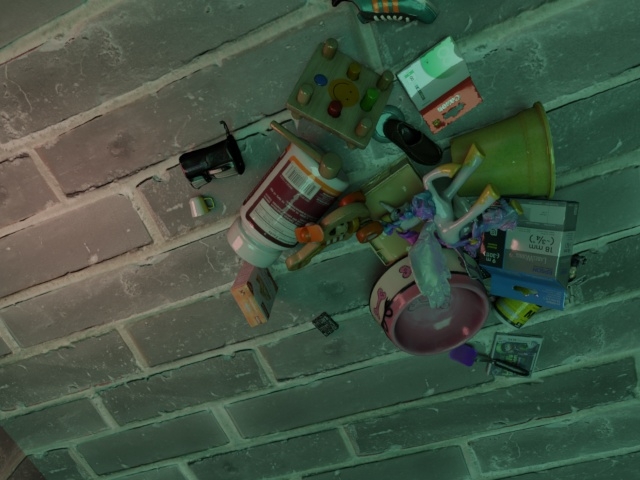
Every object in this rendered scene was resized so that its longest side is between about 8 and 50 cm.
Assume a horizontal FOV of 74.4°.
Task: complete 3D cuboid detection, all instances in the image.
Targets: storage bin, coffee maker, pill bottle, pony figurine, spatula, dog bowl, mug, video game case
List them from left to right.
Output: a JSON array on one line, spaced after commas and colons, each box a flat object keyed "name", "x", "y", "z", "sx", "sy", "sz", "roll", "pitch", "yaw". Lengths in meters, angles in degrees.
[{"name": "mug", "x": -0.419, "y": -0.122, "z": 1.464, "sx": 0.062, "sy": 0.078, "sz": 0.064, "roll": -5, "pitch": 107, "yaw": 42}, {"name": "coffee maker", "x": -0.357, "y": -0.272, "z": 1.370, "sx": 0.178, "sy": 0.120, "sz": 0.172, "roll": -15, "pitch": 88, "yaw": 9}, {"name": "pill bottle", "x": -0.112, "y": -0.110, "z": 1.347, "sx": 0.224, "sy": 0.224, "sz": 0.392, "roll": 39, "pitch": 110, "yaw": -11}, {"name": "storage bin", "x": 0.250, "y": -0.091, "z": 1.382, "sx": 0.260, "sy": 0.123, "sz": 0.262, "roll": -35, "pitch": 106, "yaw": 18}, {"name": "dog bowl", "x": 0.378, "y": 0.224, "z": 1.424, "sx": 0.407, "sy": 0.150, "sz": 0.409, "roll": -5, "pitch": 128, "yaw": -7}, {"name": "pony figurine", "x": 0.357, "y": -0.036, "z": 1.183, "sx": 0.363, "sy": 0.302, "sz": 0.351, "roll": -38, "pitch": 78, "yaw": 40}, {"name": "spatula", "x": 0.646, "y": 0.464, "z": 1.609, "sx": 0.296, "sy": 0.030, "sz": 0.084, "roll": 15, "pitch": 112, "yaw": 7}, {"name": "video game case", "x": 0.743, "y": 0.444, "z": 1.620, "sx": 0.173, "sy": 0.022, "sz": 0.191, "roll": 4, "pitch": 113, "yaw": 3}, {"name": "pill bottle", "x": 0.710, "y": 0.202, "z": 1.469, "sx": 0.119, "sy": 0.119, "sz": 0.209, "roll": 31, "pitch": 112, "yaw": -9}]

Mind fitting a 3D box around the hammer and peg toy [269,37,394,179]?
[{"name": "hammer and peg toy", "x": 0.036, "y": -0.372, "z": 1.175, "sx": 0.265, "sy": 0.127, "sz": 0.362, "roll": 28, "pitch": 68, "yaw": -6}]

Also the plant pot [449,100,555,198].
[{"name": "plant pot", "x": 0.522, "y": -0.238, "z": 1.244, "sx": 0.253, "sy": 0.276, "sz": 0.276, "roll": -9, "pitch": 112, "yaw": 21}]

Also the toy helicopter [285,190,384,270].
[{"name": "toy helicopter", "x": 0.000, "y": 0.000, "z": 1.271, "sx": 0.355, "sy": 0.234, "sz": 0.140, "roll": -41, "pitch": 70, "yaw": 36}]

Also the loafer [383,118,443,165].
[{"name": "loafer", "x": 0.293, "y": -0.296, "z": 1.295, "sx": 0.219, "sy": 0.078, "sz": 0.080, "roll": 25, "pitch": 94, "yaw": -18}]

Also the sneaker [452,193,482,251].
[{"name": "sneaker", "x": 0.472, "y": -0.065, "z": 1.398, "sx": 0.094, "sy": 0.090, "sz": 0.235, "roll": -22, "pitch": 108, "yaw": 23}]

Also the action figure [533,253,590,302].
[{"name": "action figure", "x": 0.732, "y": 0.064, "z": 1.343, "sx": 0.185, "sy": 0.099, "sz": 0.285, "roll": -29, "pitch": 67, "yaw": 28}]

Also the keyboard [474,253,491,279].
[{"name": "keyboard", "x": 0.547, "y": 0.100, "z": 1.492, "sx": 0.180, "sy": 0.023, "sz": 0.108, "roll": -18, "pitch": 110, "yaw": 11}]

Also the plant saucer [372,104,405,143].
[{"name": "plant saucer", "x": 0.208, "y": -0.364, "z": 1.324, "sx": 0.119, "sy": 0.021, "sz": 0.120, "roll": 2, "pitch": 113, "yaw": 4}]

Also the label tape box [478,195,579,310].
[{"name": "label tape box", "x": 0.630, "y": 0.037, "z": 1.302, "sx": 0.240, "sy": 0.105, "sz": 0.334, "roll": 11, "pitch": 102, "yaw": 47}]

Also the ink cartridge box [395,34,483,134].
[{"name": "ink cartridge box", "x": 0.359, "y": -0.456, "z": 1.258, "sx": 0.180, "sy": 0.056, "sz": 0.225, "roll": -33, "pitch": 105, "yaw": 17}]

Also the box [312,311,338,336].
[{"name": "box", "x": 0.020, "y": 0.325, "z": 1.629, "sx": 0.067, "sy": 0.018, "sz": 0.083, "roll": -40, "pitch": 104, "yaw": 18}]

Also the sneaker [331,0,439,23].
[{"name": "sneaker", "x": 0.173, "y": -0.649, "z": 1.167, "sx": 0.301, "sy": 0.108, "sz": 0.121, "roll": 25, "pitch": 113, "yaw": 3}]

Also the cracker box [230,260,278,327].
[{"name": "cracker box", "x": -0.224, "y": 0.170, "z": 1.468, "sx": 0.067, "sy": 0.232, "sz": 0.156, "roll": -20, "pitch": 110, "yaw": 12}]

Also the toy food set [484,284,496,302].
[{"name": "toy food set", "x": 0.599, "y": 0.224, "z": 1.540, "sx": 0.077, "sy": 0.019, "sz": 0.122, "roll": 16, "pitch": 113, "yaw": -2}]
